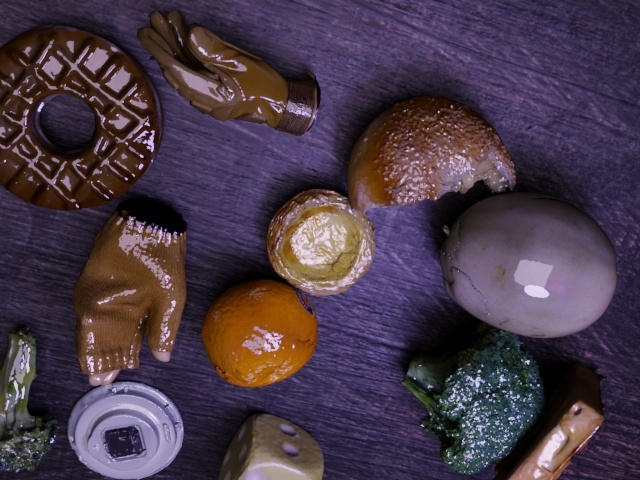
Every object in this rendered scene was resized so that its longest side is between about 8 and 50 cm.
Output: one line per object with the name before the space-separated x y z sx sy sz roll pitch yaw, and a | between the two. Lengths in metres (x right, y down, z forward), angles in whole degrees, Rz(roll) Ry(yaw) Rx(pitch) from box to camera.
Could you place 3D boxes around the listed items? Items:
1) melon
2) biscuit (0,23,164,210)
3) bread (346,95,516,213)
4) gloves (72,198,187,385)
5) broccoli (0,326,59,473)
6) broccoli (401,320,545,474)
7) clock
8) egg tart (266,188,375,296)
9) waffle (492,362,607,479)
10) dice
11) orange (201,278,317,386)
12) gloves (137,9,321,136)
melon | 0.375 0.040 1.515 0.330 0.268 0.268 17 108 -4
biscuit | -0.434 -0.207 1.424 0.332 0.103 0.332 -2 111 -4
bread | 0.198 -0.163 1.467 0.314 0.171 0.192 -9 94 -13
gloves | -0.350 0.102 1.521 0.203 0.155 0.356 16 93 -19
broccoli | -0.613 0.313 1.608 0.198 0.177 0.274 -11 82 33
broccoli | 0.297 0.295 1.616 0.275 0.308 0.308 21 111 24
clock | -0.398 0.399 1.685 0.236 0.053 0.236 -2 112 -6
egg tart | 0.000 -0.002 1.554 0.213 0.090 0.212 -2 113 -5
waffle | 0.449 0.395 1.637 0.077 0.348 0.304 37 104 11
dice | -0.102 0.471 1.679 0.169 0.169 0.166 25 106 -15
orange | -0.114 0.172 1.549 0.219 0.193 0.219 -32 151 -20
gloves | -0.159 -0.273 1.404 0.331 0.154 0.141 20 106 -20
